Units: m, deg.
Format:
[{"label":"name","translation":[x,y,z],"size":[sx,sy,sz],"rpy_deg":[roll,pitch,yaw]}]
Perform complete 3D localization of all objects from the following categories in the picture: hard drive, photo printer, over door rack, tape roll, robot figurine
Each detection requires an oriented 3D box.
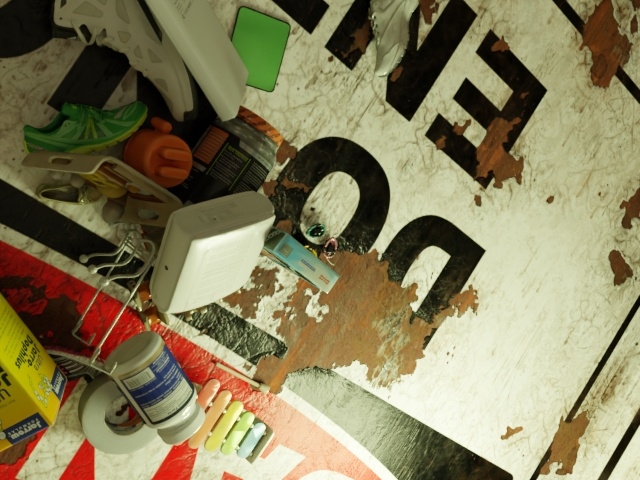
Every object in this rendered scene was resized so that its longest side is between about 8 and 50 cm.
[{"label":"hard drive","translation":[-0.282,-0.478,1.636],"size":[0.047,0.233,0.353],"rpy_deg":[-18,127,19]},{"label":"photo printer","translation":[-0.258,0.039,1.653],"size":[0.256,0.107,0.307],"rpy_deg":[-20,149,-39]},{"label":"over door rack","translation":[-0.511,0.121,1.676],"size":[0.108,0.239,0.324],"rpy_deg":[20,92,-31]},{"label":"tape roll","translation":[-0.513,0.441,1.849],"size":[0.219,0.072,0.219],"rpy_deg":[-7,106,-26]},{"label":"robot figurine","translation":[-0.388,-0.194,1.678],"size":[0.128,0.219,0.158],"rpy_deg":[-37,124,-23]}]

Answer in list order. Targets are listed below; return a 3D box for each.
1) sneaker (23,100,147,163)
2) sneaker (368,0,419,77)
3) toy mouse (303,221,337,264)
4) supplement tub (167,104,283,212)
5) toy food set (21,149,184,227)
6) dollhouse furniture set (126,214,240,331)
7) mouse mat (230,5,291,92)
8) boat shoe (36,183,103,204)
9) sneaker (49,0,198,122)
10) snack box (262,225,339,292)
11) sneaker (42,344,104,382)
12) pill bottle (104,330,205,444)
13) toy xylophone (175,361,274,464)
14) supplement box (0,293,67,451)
[{"label":"sneaker","translation":[-0.540,-0.268,1.643],"size":[0.296,0.109,0.123],"rpy_deg":[-25,116,-19]},{"label":"sneaker","translation":[0.185,-0.597,1.956],"size":[0.129,0.111,0.297],"rpy_deg":[12,93,-13]},{"label":"toy mouse","translation":[0.000,0.000,2.029],"size":[0.161,0.031,0.143],"rpy_deg":[38,84,-29]},{"label":"supplement tub","translation":[-0.242,-0.169,1.772],"size":[0.194,0.193,0.316],"rpy_deg":[37,85,-29]},{"label":"toy food set","translation":[-0.478,-0.105,1.588],"size":[0.306,0.220,0.092],"rpy_deg":[37,65,-56]},{"label":"dollhouse furniture set","translation":[-0.372,0.073,1.825],"size":[0.262,0.135,0.259],"rpy_deg":[-24,123,-20]},{"label":"mouse mat","translation":[-0.165,-0.493,1.841],"size":[0.153,0.007,0.189],"rpy_deg":[13,97,-29]},{"label":"boat shoe","translation":[-0.592,-0.110,1.689],"size":[0.153,0.048,0.056],"rpy_deg":[4,100,-28]},{"label":"sneaker","translation":[-0.463,-0.454,1.633],"size":[0.258,0.169,0.447],"rpy_deg":[-24,104,-11]},{"label":"snack box","translation":[-0.102,0.024,1.815],"size":[0.187,0.322,0.060],"rpy_deg":[40,82,-29]},{"label":"sneaker","translation":[-0.627,0.311,1.764],"size":[0.170,0.063,0.074],"rpy_deg":[24,84,-34]},{"label":"pill bottle","translation":[-0.403,0.368,1.760],"size":[0.153,0.153,0.264],"rpy_deg":[-34,114,-16]},{"label":"toy xylophone","translation":[-0.268,0.480,1.979],"size":[0.323,0.081,0.236],"rpy_deg":[28,88,-30]},{"label":"supplement box","translation":[-0.761,0.274,1.584],"size":[0.194,0.195,0.356],"rpy_deg":[-27,114,2]}]
